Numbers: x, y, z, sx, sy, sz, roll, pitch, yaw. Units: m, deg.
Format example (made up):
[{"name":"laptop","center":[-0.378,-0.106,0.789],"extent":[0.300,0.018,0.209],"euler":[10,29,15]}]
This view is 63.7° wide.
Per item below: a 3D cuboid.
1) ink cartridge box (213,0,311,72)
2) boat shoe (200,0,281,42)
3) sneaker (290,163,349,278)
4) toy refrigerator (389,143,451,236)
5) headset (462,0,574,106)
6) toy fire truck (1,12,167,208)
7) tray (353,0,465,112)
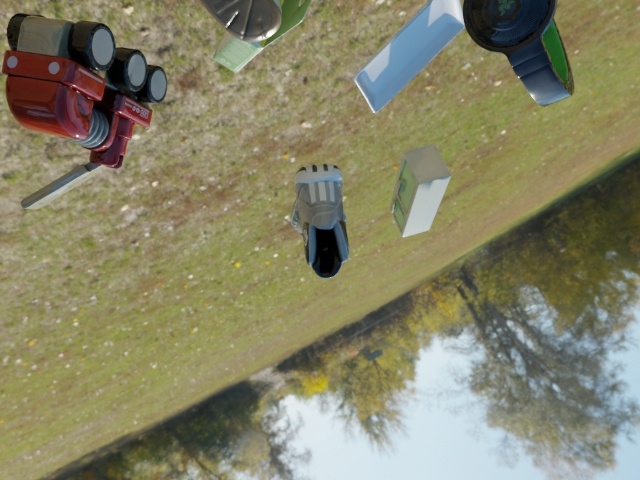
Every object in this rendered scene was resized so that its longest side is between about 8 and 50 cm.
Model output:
[{"name":"ink cartridge box","center":[-0.082,-0.394,0.849],"extent":[0.056,0.171,0.235],"euler":[28,162,-28]},{"name":"boat shoe","center":[-0.147,-0.377,0.613],"extent":[0.109,0.098,0.302],"euler":[-16,149,26]},{"name":"sneaker","center":[0.000,0.000,0.735],"extent":[0.086,0.132,0.229],"euler":[-7,158,2]},{"name":"toy refrigerator","center":[0.249,-0.121,1.342],"extent":[0.094,0.102,0.270],"euler":[-16,154,-8]},{"name":"headset","center":[0.276,-0.383,0.814],"extent":[0.185,0.394,0.243],"euler":[-19,-147,36]},{"name":"toy fire truck","center":[-0.347,-0.156,0.714],"extent":[0.158,0.247,0.217],"euler":[11,180,10]},{"name":"tray","center":[0.182,-0.400,1.070],"extent":[0.270,0.030,0.145],"euler":[-44,152,6]}]
